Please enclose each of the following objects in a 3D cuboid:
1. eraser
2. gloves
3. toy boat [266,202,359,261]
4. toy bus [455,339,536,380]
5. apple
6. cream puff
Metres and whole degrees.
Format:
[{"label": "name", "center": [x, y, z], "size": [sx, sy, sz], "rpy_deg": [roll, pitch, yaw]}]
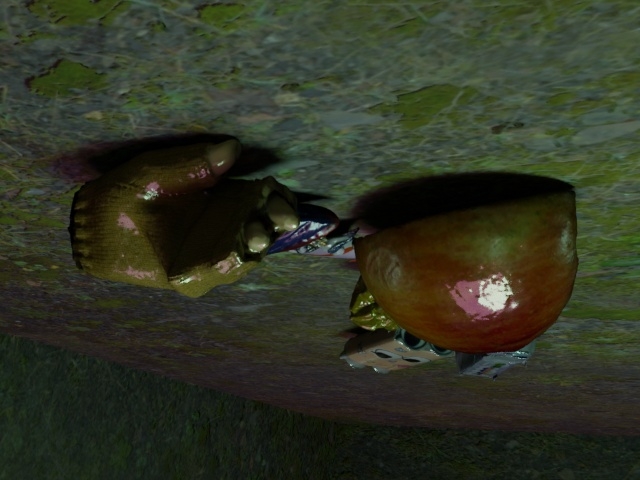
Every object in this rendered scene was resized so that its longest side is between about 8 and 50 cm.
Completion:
[{"label": "eraser", "center": [0.181, 0.249, 1.781], "size": [0.171, 0.087, 0.290], "rpy_deg": [16, 159, -19]}, {"label": "gloves", "center": [-0.180, -0.026, 1.010], "size": [0.357, 0.202, 0.155], "rpy_deg": [0, -177, 34]}, {"label": "toy boat", "center": [-0.030, 0.000, 1.213], "size": [0.219, 0.071, 0.318], "rpy_deg": [-3, 168, 20]}, {"label": "toy bus", "center": [0.333, 0.182, 1.459], "size": [0.113, 0.137, 0.317], "rpy_deg": [5, 163, 1]}, {"label": "apple", "center": [0.193, 0.040, 1.053], "size": [0.254, 0.179, 0.346], "rpy_deg": [38, 148, -25]}, {"label": "cream puff", "center": [0.125, 0.109, 1.318], "size": [0.146, 0.116, 0.146], "rpy_deg": [21, -178, -1]}]
